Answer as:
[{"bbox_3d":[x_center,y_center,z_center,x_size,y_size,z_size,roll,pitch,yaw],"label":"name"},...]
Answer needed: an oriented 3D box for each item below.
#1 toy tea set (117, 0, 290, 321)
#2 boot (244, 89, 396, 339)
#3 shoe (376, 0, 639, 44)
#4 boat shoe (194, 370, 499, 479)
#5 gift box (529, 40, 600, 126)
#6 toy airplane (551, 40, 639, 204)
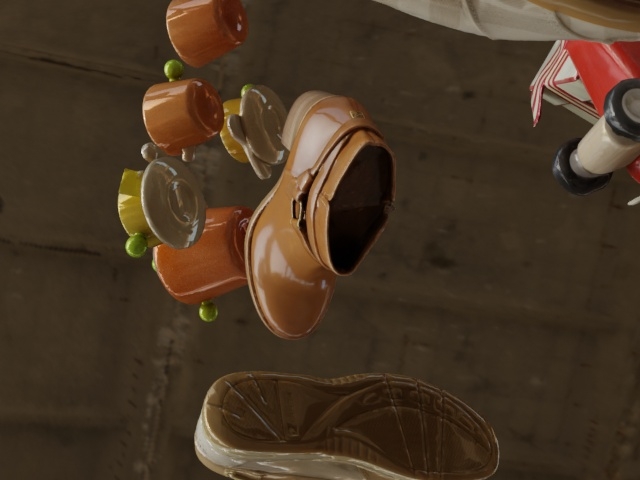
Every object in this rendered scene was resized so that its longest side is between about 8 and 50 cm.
[{"bbox_3d":[-0.132,-0.091,1.182,0.200,0.124,0.336,45,-137,-41],"label":"toy tea set"},{"bbox_3d":[0.000,0.000,0.803,0.073,0.152,0.197,1,-71,-16],"label":"boot"},{"bbox_3d":[0.061,-0.122,0.456,0.219,0.058,0.076,11,-104,-11],"label":"shoe"},{"bbox_3d":[0.013,0.109,0.641,0.170,0.059,0.063,12,-127,-16],"label":"boat shoe"},{"bbox_3d":[0.416,-0.230,1.484,0.258,0.255,0.276,31,-93,-5],"label":"gift box"},{"bbox_3d":[0.448,-0.062,1.126,0.272,0.386,0.384,-46,-51,-26],"label":"toy airplane"}]
